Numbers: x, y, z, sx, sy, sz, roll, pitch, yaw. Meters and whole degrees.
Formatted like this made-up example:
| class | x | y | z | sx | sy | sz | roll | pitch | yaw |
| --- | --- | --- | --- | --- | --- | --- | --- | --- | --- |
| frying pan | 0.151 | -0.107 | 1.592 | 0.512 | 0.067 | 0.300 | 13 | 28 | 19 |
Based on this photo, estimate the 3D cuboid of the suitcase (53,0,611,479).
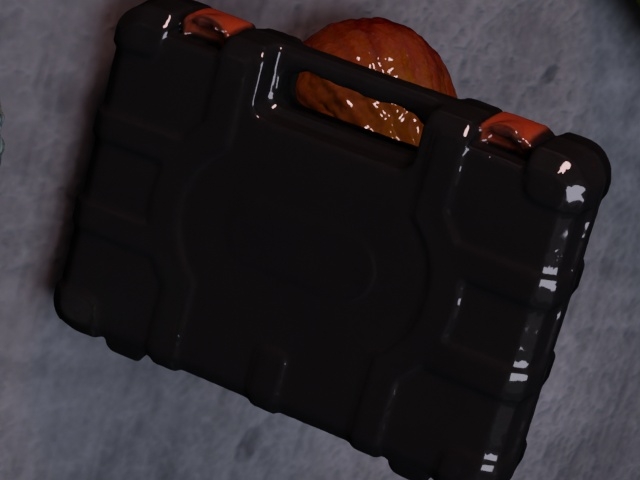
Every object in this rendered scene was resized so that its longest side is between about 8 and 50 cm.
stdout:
| class | x | y | z | sx | sy | sz | roll | pitch | yaw |
| --- | --- | --- | --- | --- | --- | --- | --- | --- | --- |
| suitcase | 0.000 | 0.000 | 1.085 | 0.066 | 0.286 | 0.206 | -24 | 132 | -64 |

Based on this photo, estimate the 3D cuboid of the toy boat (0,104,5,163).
| class | x | y | z | sx | sy | sz | roll | pitch | yaw |
| --- | --- | --- | --- | --- | --- | --- | --- | --- | --- |
| toy boat | -0.211 | -0.066 | 1.013 | 0.109 | 0.098 | 0.238 | -12 | 119 | -27 |

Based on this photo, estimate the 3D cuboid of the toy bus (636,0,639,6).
| class | x | y | z | sx | sy | sz | roll | pitch | yaw |
| --- | --- | --- | --- | --- | --- | --- | --- | --- | --- |
| toy bus | 0.298 | -0.155 | 1.303 | 0.150 | 0.128 | 0.262 | -45 | 131 | -8 |

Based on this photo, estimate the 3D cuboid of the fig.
| class | x | y | z | sx | sy | sz | roll | pitch | yaw |
| --- | --- | --- | --- | --- | --- | --- | --- | --- | --- |
| fig | 0.040 | -0.071 | 1.153 | 0.119 | 0.153 | 0.119 | -7 | 106 | -27 |
